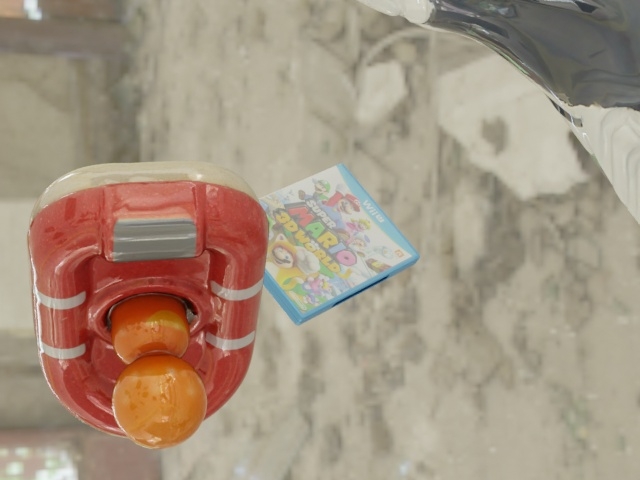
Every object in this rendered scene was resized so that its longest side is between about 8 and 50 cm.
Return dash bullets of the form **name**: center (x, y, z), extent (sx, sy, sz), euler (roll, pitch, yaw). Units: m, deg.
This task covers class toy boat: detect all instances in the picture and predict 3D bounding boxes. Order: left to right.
- **toy boat**: center (-0.107, 0.064, 0.976), extent (0.231, 0.151, 0.151), euler (100, 164, -54)

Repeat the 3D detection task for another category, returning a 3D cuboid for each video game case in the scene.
- **video game case**: center (0.000, 0.000, 1.365), extent (0.119, 0.166, 0.015), euler (50, 134, 15)

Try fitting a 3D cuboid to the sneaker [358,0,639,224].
- **sneaker**: center (0.097, -0.082, 0.468), extent (0.094, 0.235, 0.153), euler (-60, 4, 30)
